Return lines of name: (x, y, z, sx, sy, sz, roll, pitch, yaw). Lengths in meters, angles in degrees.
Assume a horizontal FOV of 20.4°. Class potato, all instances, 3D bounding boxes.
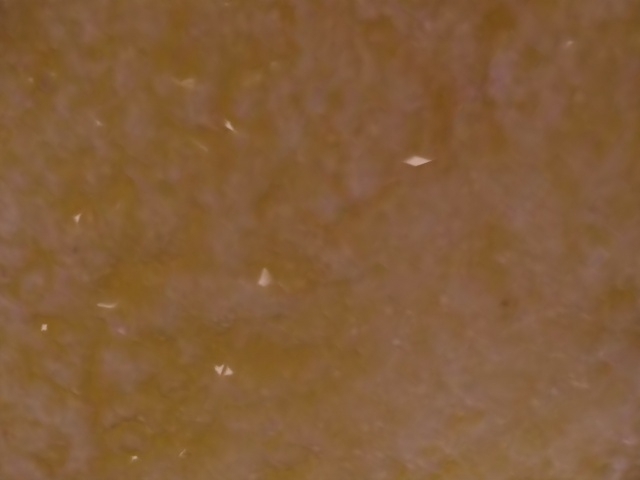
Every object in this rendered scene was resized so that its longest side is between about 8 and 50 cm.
potato: (0.000, 0.000, 0.535, 0.239, 0.116, 0.299, 36, 116, -2)
